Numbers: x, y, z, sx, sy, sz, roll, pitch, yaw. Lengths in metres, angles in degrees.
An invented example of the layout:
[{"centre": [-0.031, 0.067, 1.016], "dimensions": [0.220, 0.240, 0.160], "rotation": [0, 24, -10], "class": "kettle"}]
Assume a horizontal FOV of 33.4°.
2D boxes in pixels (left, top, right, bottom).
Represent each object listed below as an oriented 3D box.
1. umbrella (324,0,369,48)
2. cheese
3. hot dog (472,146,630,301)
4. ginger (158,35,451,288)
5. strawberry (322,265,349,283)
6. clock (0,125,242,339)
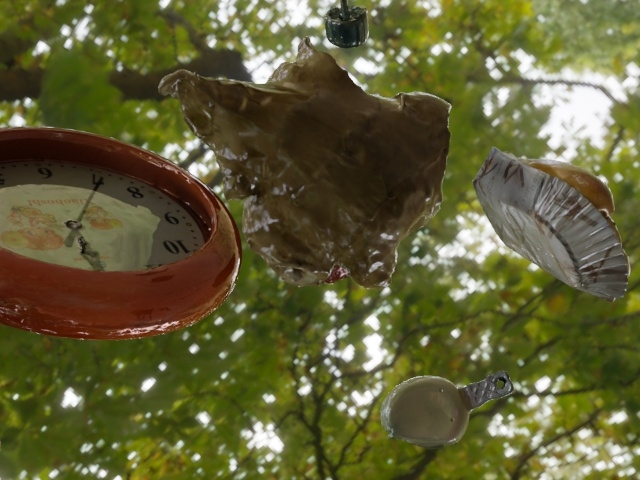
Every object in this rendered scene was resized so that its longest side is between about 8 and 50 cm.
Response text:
[{"centre": [0.024, -0.346, 0.989], "dimensions": [0.094, 0.348, 0.143], "rotation": [7, -147, 21], "class": "umbrella"}, {"centre": [0.162, 0.216, 1.354], "dimensions": [0.047, 0.171, 0.092], "rotation": [53, -147, -76], "class": "cheese"}, {"centre": [0.168, -0.018, 0.787], "dimensions": [0.108, 0.059, 0.191], "rotation": [63, 174, -17], "class": "hot dog"}, {"centre": [-0.018, -0.073, 0.939], "dimensions": [0.270, 0.123, 0.218], "rotation": [16, -99, -11], "class": "ginger"}, {"centre": [0.000, -0.001, 1.221], "dimensions": [0.106, 0.106, 0.106], "rotation": [26, -140, -24], "class": "strawberry"}, {"centre": [-0.147, -0.007, 0.631], "dimensions": [0.205, 0.051, 0.205], "rotation": [13, -152, -7], "class": "clock"}]
